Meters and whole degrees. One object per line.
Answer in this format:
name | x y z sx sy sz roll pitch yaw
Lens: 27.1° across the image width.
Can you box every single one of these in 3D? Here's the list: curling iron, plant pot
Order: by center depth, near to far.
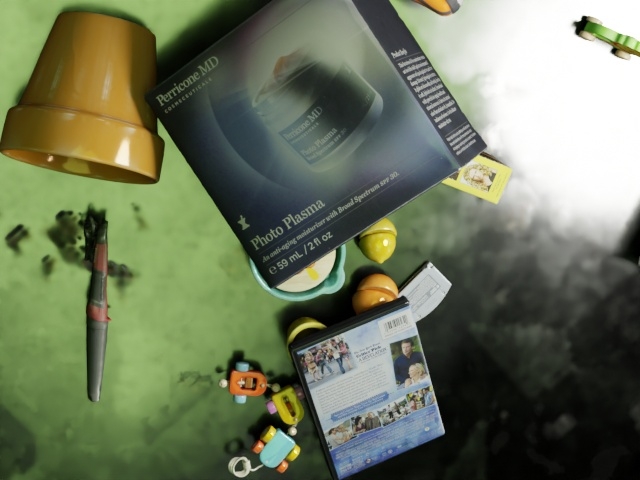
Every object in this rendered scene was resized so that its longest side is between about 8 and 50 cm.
plant pot | -0.290 -0.184 1.692 0.205 0.205 0.188 11 85 -12
curling iron | -0.304 0.094 1.818 0.035 0.068 0.274 -2 108 -11

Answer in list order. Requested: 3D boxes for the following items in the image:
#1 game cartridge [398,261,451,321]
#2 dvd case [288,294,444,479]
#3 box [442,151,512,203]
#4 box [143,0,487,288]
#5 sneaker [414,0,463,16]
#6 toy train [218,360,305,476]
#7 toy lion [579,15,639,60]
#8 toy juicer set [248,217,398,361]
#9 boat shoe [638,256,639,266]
game cartridge | 0.145 0.078 1.911 0.083 0.017 0.056 -44 103 2
dvd case | 0.069 0.214 1.885 0.180 0.022 0.253 -22 122 -8
box | 0.142 -0.123 1.829 0.232 0.087 0.058 20 101 -15
box | -0.006 -0.147 1.650 0.296 0.183 0.294 -33 90 21
sneaker | 0.024 -0.362 1.747 0.321 0.124 0.180 37 101 -8
toy train | -0.086 0.251 1.897 0.125 0.046 0.166 0 100 -9
toy lion | 0.418 -0.274 1.836 0.100 0.096 0.034 24 98 -14
toy juicer set | 0.000 0.000 1.829 0.209 0.089 0.329 -24 105 -4
boat shoe | 0.621 0.101 1.940 0.367 0.136 0.156 30 96 -12
